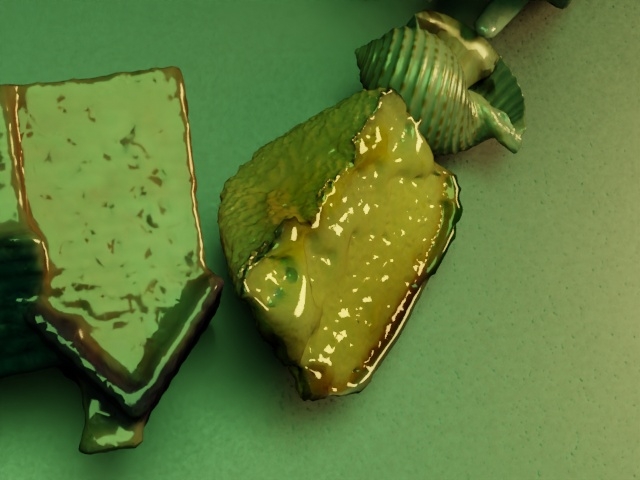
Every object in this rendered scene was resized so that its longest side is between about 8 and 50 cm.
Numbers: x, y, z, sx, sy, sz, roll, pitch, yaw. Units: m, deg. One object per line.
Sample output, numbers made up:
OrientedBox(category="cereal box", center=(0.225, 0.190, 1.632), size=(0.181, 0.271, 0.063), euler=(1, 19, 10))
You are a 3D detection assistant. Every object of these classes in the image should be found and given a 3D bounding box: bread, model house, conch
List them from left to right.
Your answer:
OrientedBox(category="model house", center=(-0.233, 0.037, 1.559), size=(0.312, 0.245, 0.280), euler=(-8, 82, -10))
OrientedBox(category="bread", center=(-0.009, 0.004, 1.639), size=(0.133, 0.174, 0.251), euler=(5, 52, 40))
OrientedBox(category="conch", center=(0.098, -0.131, 1.723), size=(0.153, 0.102, 0.135), euler=(39, 49, -29))

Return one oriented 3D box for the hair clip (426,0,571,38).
OrientedBox(category="hair clip", center=(0.140, -0.351, 1.705), size=(0.318, 0.238, 0.392), euler=(36, 49, 4))
